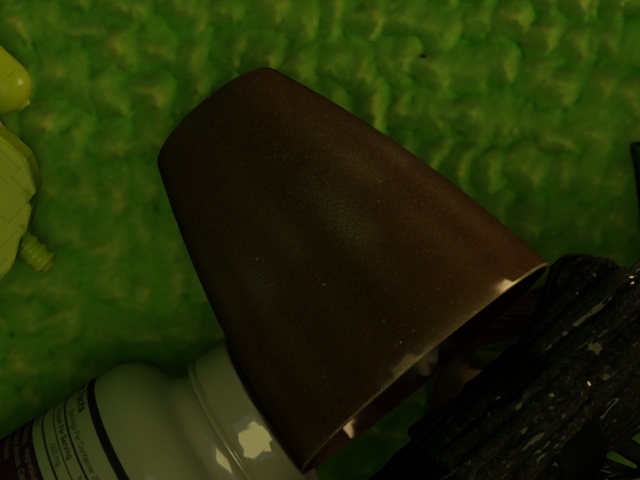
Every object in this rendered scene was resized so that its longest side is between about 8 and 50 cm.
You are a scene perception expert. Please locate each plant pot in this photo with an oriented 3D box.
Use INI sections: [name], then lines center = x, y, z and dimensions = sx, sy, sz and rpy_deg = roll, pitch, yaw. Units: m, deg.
[plant pot]
center = 0.000, 0.000, 0.997
dimensions = 0.215, 0.215, 0.230
rpy_deg = -40, 80, 5

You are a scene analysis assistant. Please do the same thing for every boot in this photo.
[boot]
center = 0.105, 0.163, 0.998
dimensions = 0.131, 0.348, 0.260
rpy_deg = 41, 69, 0

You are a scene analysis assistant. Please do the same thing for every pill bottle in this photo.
[pill bottle]
center = -0.168, 0.210, 1.038
dimensions = 0.323, 0.181, 0.181
rpy_deg = -33, 104, 3

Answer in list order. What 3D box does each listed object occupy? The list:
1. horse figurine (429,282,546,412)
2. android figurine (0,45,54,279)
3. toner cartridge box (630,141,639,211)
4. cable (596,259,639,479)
[horse figurine]
center = 0.147, 0.155, 1.116
dimensions = 0.174, 0.066, 0.263
rpy_deg = -11, 105, -8
[android figurine]
center = -0.311, -0.050, 1.025
dimensions = 0.273, 0.056, 0.248
rpy_deg = 42, 96, -13
[toner cartridge box]
center = 0.346, 0.084, 1.112
dimensions = 0.165, 0.075, 0.348
rpy_deg = -12, 104, -3
[cable]
center = 0.240, 0.100, 1.056
dimensions = 0.150, 0.047, 0.185
rpy_deg = -12, 107, 13
